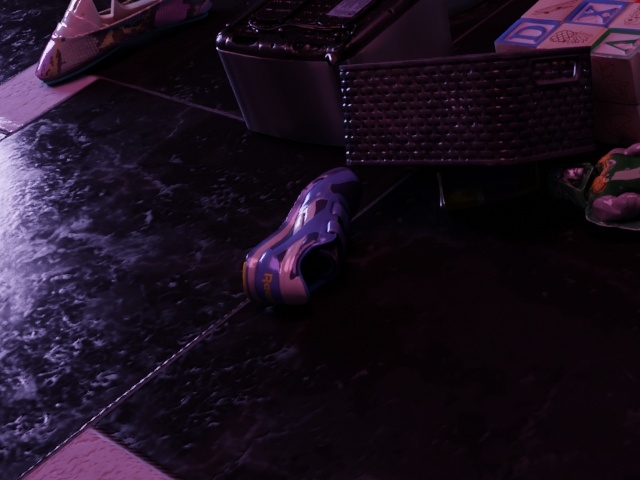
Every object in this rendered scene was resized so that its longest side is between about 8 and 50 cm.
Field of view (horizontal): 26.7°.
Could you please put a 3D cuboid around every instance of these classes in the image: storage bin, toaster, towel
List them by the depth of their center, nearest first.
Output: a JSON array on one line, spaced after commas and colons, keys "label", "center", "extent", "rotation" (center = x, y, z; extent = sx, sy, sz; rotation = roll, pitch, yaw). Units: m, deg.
[{"label": "storage bin", "center": [0.115, -0.105, 1.065], "extent": [0.122, 0.084, 0.180], "rotation": [-12, 11, -44]}, {"label": "towel", "center": [0.136, -0.048, 1.097], "extent": [0.083, 0.009, 0.060], "rotation": [-11, 32, 12]}, {"label": "toaster", "center": [0.012, -0.175, 1.255], "extent": [0.168, 0.110, 0.185], "rotation": [11, 42, 38]}]

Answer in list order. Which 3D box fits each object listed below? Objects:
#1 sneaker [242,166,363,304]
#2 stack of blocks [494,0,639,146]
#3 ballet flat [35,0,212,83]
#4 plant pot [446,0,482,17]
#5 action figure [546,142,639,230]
[{"label": "sneaker", "center": [0.000, 0.000, 1.056], "extent": [0.059, 0.053, 0.144], "rotation": [11, 50, 35]}, {"label": "stack of blocks", "center": [0.305, -0.198, 1.167], "extent": [0.171, 0.087, 0.297], "rotation": [14, 44, 39]}, {"label": "ballet flat", "center": [-0.230, -0.255, 1.522], "extent": [0.221, 0.079, 0.077], "rotation": [-26, 34, -11]}, {"label": "plant pot", "center": [0.062, -0.371, 1.447], "extent": [0.290, 0.195, 0.290], "rotation": [-13, 32, 9]}, {"label": "action figure", "center": [0.278, -0.047, 0.985], "extent": [0.232, 0.063, 0.137], "rotation": [-5, 37, 25]}]
